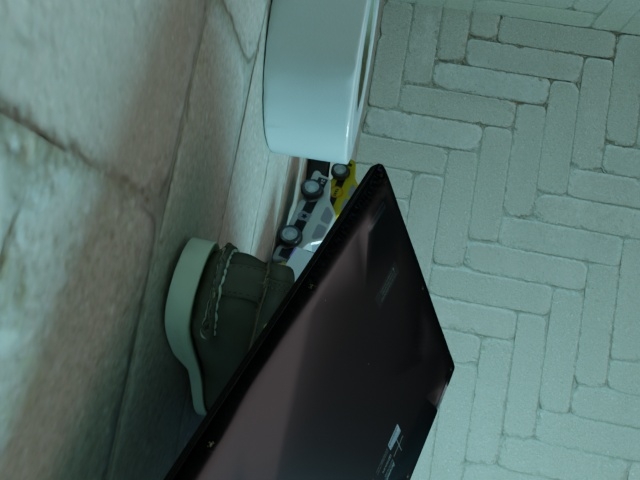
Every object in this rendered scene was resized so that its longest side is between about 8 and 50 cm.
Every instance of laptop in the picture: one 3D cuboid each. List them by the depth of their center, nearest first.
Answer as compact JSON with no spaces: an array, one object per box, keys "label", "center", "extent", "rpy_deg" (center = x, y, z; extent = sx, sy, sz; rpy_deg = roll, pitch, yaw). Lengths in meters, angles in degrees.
[{"label":"laptop","center":[-0.060,0.207,0.545],"extent":[0.382,0.237,0.407],"rpy_deg":[-57,137,-36]}]

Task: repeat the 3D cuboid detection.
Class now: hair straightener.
[{"label":"hair straightener","center":[0.008,-0.197,1.133],"extent":[0.089,0.047,0.230],"rpy_deg":[-73,177,-57]}]

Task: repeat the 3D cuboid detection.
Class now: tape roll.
[{"label":"tape roll","center":[0.010,-0.239,0.755],"extent":[0.286,0.100,0.286],"rpy_deg":[9,90,-86]}]

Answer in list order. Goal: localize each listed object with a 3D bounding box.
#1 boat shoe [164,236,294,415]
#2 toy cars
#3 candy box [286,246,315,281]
[{"label":"boat shoe","center":[-0.066,0.101,0.566],"extent":[0.305,0.091,0.109],"rpy_deg":[92,9,-60]},{"label":"toy cars","center":[0.018,-0.039,1.087],"extent":[0.393,0.087,0.176],"rpy_deg":[-46,152,-69]},{"label":"candy box","center":[-0.043,0.138,0.895],"extent":[0.164,0.070,0.196],"rpy_deg":[-58,161,-44]}]
